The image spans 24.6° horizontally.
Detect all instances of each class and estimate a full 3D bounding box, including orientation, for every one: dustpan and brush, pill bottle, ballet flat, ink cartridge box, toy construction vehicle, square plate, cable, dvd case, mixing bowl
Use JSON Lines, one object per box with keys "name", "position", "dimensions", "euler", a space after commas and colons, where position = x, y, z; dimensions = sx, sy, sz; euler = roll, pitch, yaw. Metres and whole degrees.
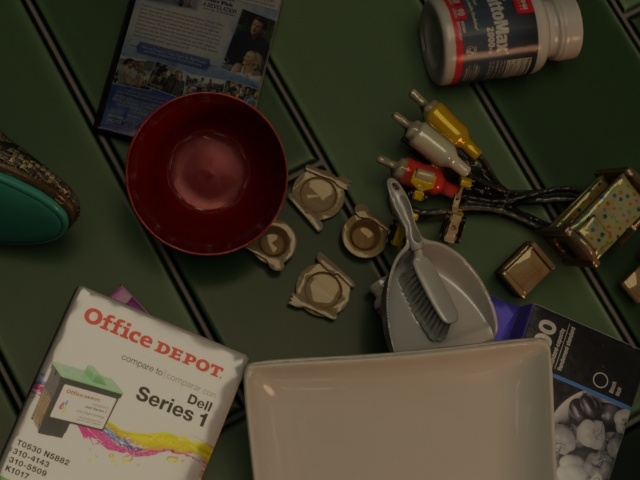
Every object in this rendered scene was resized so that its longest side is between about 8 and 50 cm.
{"name": "dustpan and brush", "position": [0.113, 0.032, 1.665], "dimensions": [0.147, 0.060, 0.211], "euler": [-17, 74, -30]}
{"name": "pill bottle", "position": [0.220, -0.251, 1.782], "dimensions": [0.180, 0.108, 0.108], "euler": [-9, 75, -12]}
{"name": "ballet flat", "position": [-0.507, -0.097, 1.609], "dimensions": [0.482, 0.164, 0.182], "euler": [0, 53, -7]}
{"name": "ink cartridge box", "position": [0.252, 0.183, 1.689], "dimensions": [0.208, 0.045, 0.206], "euler": [22, 72, -1]}
{"name": "toy construction vehicle", "position": [0.126, -0.035, 1.706], "dimensions": [0.085, 0.035, 0.098], "euler": [13, 106, -6]}
{"name": "ink cartridge box", "position": [-0.221, 0.212, 1.547], "dimensions": [0.201, 0.117, 0.278], "euler": [24, 77, -7]}
{"name": "square plate", "position": [0.092, 0.288, 1.585], "dimensions": [0.344, 0.049, 0.347], "euler": [-4, 92, -14]}
{"name": "pill bottle", "position": [0.090, 0.083, 1.694], "dimensions": [0.043, 0.043, 0.083], "euler": [-29, 79, -16]}
{"name": "cable", "position": [0.198, -0.057, 1.739], "dimensions": [0.287, 0.072, 0.139], "euler": [27, 77, 0]}
{"name": "dvd case", "position": [-0.154, -0.222, 1.760], "dimensions": [0.180, 0.022, 0.253], "euler": [14, 72, -4]}
{"name": "mixing bowl", "position": [-0.129, -0.077, 1.666], "dimensions": [0.181, 0.098, 0.182], "euler": [0, 94, -4]}

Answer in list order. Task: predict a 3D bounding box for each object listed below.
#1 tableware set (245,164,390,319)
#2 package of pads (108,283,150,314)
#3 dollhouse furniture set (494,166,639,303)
{"name": "tableware set", "position": [0.000, 0.000, 1.717], "dimensions": [0.141, 0.020, 0.169], "euler": [37, 72, 4]}
{"name": "package of pads", "position": [-0.215, 0.094, 1.649], "dimensions": [0.050, 0.032, 0.083], "euler": [-42, 83, -15]}
{"name": "dollhouse furniture set", "position": [0.332, 0.034, 1.703], "dimensions": [0.182, 0.101, 0.161], "euler": [-44, 100, -9]}
